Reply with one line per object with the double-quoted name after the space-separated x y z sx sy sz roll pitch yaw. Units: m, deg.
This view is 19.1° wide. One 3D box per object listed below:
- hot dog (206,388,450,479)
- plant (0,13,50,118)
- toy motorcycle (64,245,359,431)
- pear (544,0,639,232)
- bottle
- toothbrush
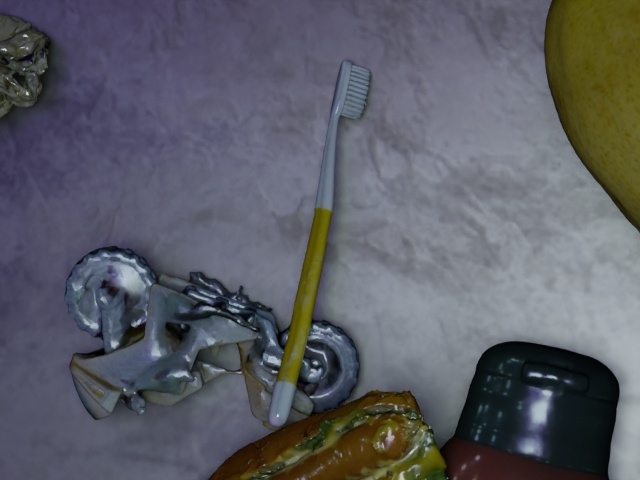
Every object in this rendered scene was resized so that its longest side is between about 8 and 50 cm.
-0.017 0.190 1.367 0.269 0.072 0.115 -39 58 32 "hot dog"
-0.275 -0.145 1.458 0.117 0.122 0.104 -10 74 17 "plant"
-0.090 0.093 1.427 0.229 0.094 0.129 20 95 -2 "toy motorcycle"
0.308 -0.116 1.259 0.314 0.314 0.314 -1 87 10 "pear"
0.130 0.239 1.347 0.144 0.144 0.336 14 88 11 "bottle"
0.000 0.000 1.405 0.024 0.021 0.288 15 72 -10 "toothbrush"
